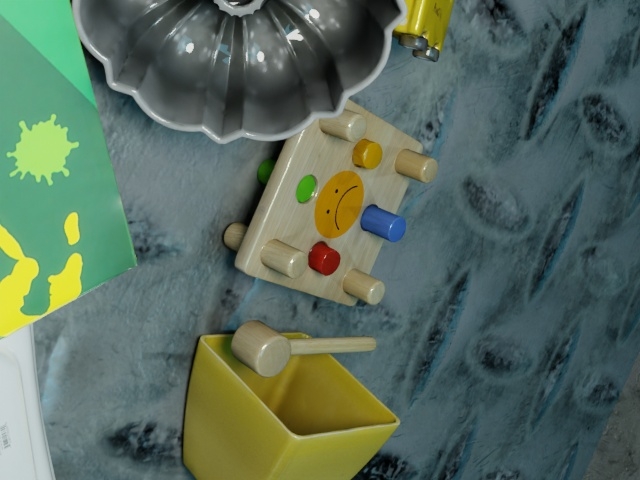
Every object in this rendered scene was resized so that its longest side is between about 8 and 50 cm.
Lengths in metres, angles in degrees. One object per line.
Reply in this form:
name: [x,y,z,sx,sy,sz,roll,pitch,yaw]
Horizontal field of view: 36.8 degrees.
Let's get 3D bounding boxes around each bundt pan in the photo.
bundt pan: [-0.080,-0.271,0.968,0.331,0.124,0.330,-1,122,-2]

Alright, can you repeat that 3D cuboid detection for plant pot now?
plant pot: [-0.063,0.261,1.292,0.212,0.212,0.187,5,117,-48]

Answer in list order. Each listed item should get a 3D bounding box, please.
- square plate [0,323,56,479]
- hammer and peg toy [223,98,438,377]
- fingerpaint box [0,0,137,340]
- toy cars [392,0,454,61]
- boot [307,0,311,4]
square plate: [-0.430,0.242,0.994,0.344,0.049,0.347,-22,124,-38]
hammer and peg toy: [0.000,0.000,1.279,0.266,0.127,0.361,20,94,-52]
fingerpaint box: [-0.336,-0.173,0.585,0.163,0.445,0.371,-31,130,-33]
toy cars: [0.144,-0.354,1.240,0.176,0.087,0.393,91,20,-46]
boot: [-0.002,-0.309,1.136,0.178,0.085,0.236,-54,142,-44]
